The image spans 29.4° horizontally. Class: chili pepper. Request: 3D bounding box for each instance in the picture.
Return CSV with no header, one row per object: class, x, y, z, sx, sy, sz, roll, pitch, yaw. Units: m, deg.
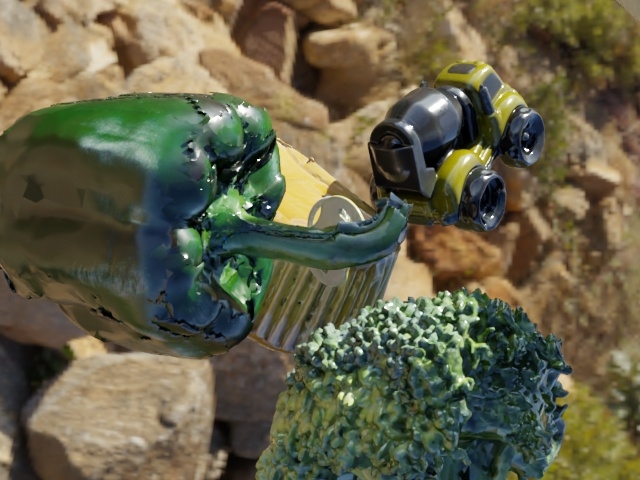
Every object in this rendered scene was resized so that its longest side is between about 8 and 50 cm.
chili pepper,-0.080,-0.017,0.771,0.165,0.261,0.173,38,61,-60

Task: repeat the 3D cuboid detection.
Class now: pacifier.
pacifier,0.000,0.000,0.997,0.064,0.083,0.068,-16,59,-43

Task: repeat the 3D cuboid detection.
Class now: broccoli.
broccoli,0.073,0.198,1.075,0.375,0.249,0.302,88,26,-61

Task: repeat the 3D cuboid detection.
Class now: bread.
bread,-0.061,0.006,1.301,0.204,0.288,0.156,-14,133,-55

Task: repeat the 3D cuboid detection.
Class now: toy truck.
toy truck,0.145,-0.121,1.381,0.224,0.147,0.165,-51,133,-32

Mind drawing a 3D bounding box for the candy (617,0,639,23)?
candy,0.394,-0.260,1.116,0.145,0.358,0.208,-1,126,-14
